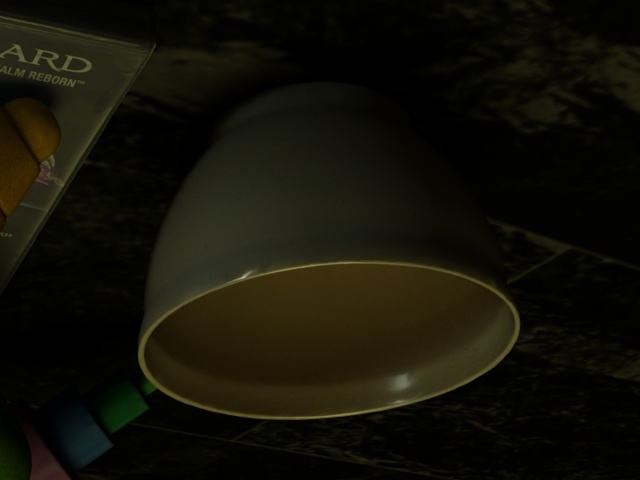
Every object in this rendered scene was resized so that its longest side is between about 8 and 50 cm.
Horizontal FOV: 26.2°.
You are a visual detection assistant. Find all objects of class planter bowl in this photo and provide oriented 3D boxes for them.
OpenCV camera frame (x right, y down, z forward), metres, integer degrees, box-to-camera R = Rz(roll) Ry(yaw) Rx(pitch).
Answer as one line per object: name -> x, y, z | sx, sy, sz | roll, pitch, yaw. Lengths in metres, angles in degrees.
planter bowl -> 0.000, 0.000, 0.607 | 0.162, 0.109, 0.162 | -4, 151, -2

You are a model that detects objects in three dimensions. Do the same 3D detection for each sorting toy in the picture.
sorting toy -> -0.143, 0.036, 0.644 | 0.126, 0.127, 0.365 | -34, 156, -9

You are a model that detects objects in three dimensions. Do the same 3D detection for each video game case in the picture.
video game case -> -0.210, -0.035, 0.596 | 0.196, 0.026, 0.274 | 9, 148, -25
